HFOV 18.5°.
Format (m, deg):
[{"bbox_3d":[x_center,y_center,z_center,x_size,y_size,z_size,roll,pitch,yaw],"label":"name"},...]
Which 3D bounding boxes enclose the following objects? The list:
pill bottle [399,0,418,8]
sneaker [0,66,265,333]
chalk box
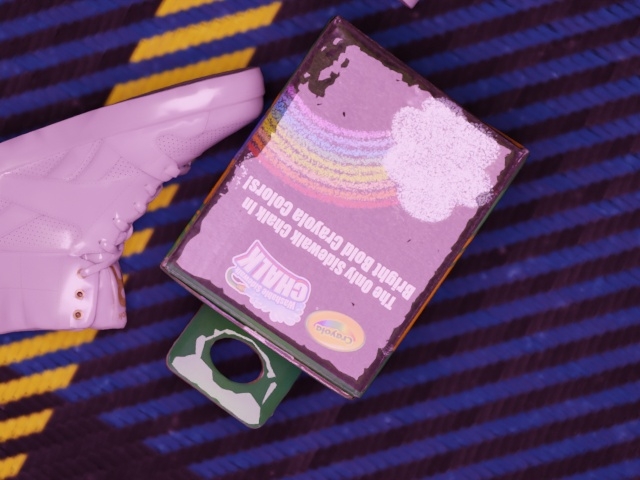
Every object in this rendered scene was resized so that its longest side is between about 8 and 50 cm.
[{"bbox_3d":[0.088,-0.241,1.527,0.065,0.065,0.116,38,93,0],"label":"pill bottle"},{"bbox_3d":[-0.157,-0.021,1.529,0.292,0.108,0.169,-20,93,12],"label":"sneaker"},{"bbox_3d":[0.000,0.000,1.485,0.180,0.179,0.289,36,94,-1],"label":"chalk box"}]
